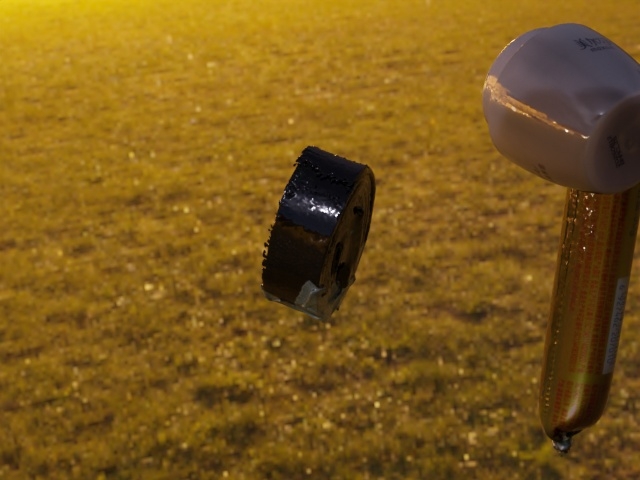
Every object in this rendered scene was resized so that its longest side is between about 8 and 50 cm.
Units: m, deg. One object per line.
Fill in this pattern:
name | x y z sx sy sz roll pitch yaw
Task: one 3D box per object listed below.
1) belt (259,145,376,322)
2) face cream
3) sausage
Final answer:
belt | 0.000 0.000 1.158 0.078 0.198 0.151 20 53 13
face cream | 0.149 -0.076 0.657 0.091 0.091 0.095 -15 35 -25
sausage | 0.259 0.034 1.067 0.082 0.371 0.082 5 15 -1
